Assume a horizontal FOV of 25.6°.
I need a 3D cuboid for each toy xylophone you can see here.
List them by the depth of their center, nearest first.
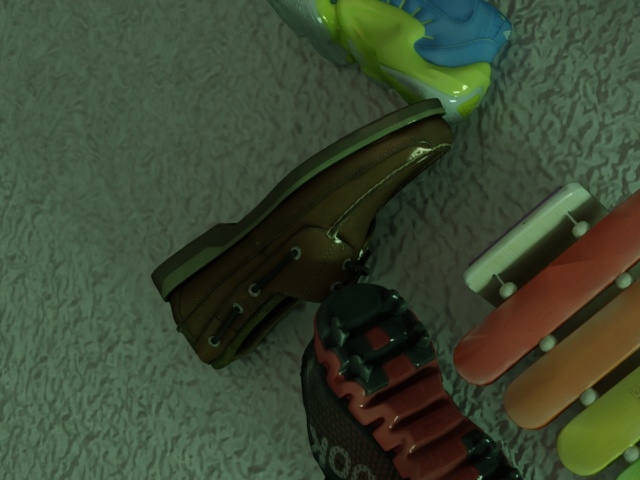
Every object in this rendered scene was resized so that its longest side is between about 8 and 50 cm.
[{"bbox_3d":[0.259,0.088,1.011,0.236,0.081,0.323,-49,63,9],"label":"toy xylophone"}]

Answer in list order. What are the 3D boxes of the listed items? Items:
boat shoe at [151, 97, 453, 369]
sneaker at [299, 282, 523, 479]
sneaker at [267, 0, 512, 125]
[{"bbox_3d":[0.000,0.000,1.145,0.307,0.111,0.104,-35,78,33],"label":"boat shoe"},{"bbox_3d":[0.068,0.172,1.071,0.276,0.097,0.135,59,146,15],"label":"sneaker"},{"bbox_3d":[0.058,-0.199,1.180,0.240,0.091,0.126,38,85,21],"label":"sneaker"}]
